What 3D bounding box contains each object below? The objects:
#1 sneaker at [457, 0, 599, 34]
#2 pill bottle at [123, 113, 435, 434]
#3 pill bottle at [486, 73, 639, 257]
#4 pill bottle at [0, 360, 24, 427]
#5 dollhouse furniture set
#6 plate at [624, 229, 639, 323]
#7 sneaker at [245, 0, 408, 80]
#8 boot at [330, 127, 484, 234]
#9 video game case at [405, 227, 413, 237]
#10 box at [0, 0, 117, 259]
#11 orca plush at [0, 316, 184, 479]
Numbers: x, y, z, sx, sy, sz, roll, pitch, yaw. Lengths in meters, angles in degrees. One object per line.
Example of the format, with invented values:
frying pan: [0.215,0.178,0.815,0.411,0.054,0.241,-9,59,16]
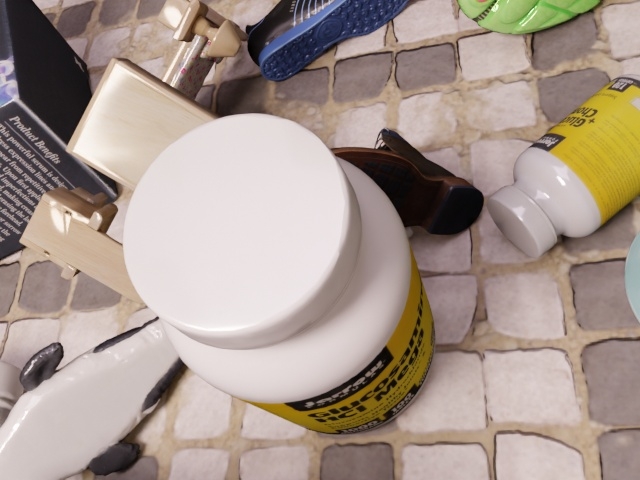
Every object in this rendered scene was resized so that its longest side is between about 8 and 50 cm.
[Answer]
sneaker: [0.309,-0.446,0.855,0.483,0.185,0.202,-56,28,-11]
pill bottle: [-0.013,0.045,0.550,0.187,0.334,0.188,-5,68,13]
pill bottle: [0.256,-0.068,0.667,0.184,0.103,0.103,-38,56,-5]
pill bottle: [-0.386,0.241,0.709,0.131,0.131,0.229,-6,59,17]
dollhouse furniture set: [-0.150,-0.111,0.833,0.173,0.355,0.303,31,102,-5]
plate: [0.374,0.031,0.615,0.188,0.024,0.188,-10,58,15]
sneaker: [0.005,-0.306,0.913,0.232,0.081,0.090,-28,61,3]
boot: [0.059,-0.065,0.694,0.106,0.219,0.082,49,117,43]
video game case: [0.000,0.000,0.774,0.157,0.019,0.143,-42,56,-6]
box: [-0.517,-0.124,0.923,0.395,0.212,0.294,-27,55,3]
orca plush: [-0.238,0.139,0.735,0.287,0.151,0.102,-57,27,-15]
